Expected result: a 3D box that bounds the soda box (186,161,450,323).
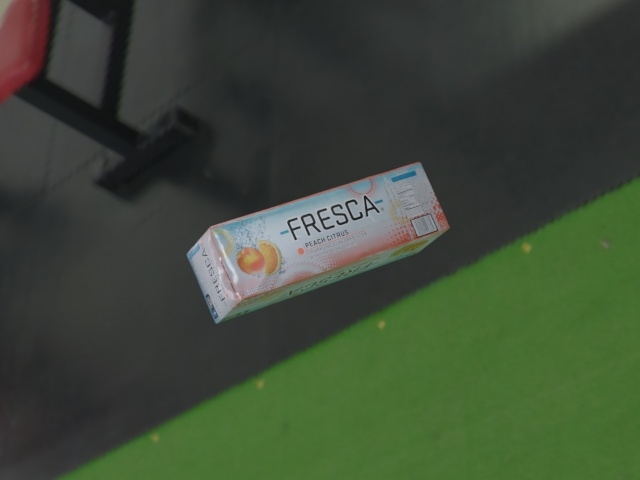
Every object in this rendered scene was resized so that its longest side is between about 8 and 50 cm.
[{"bbox_3d":[0.000,0.000,0.955,0.058,0.183,0.063,67,151,11],"label":"soda box"}]
